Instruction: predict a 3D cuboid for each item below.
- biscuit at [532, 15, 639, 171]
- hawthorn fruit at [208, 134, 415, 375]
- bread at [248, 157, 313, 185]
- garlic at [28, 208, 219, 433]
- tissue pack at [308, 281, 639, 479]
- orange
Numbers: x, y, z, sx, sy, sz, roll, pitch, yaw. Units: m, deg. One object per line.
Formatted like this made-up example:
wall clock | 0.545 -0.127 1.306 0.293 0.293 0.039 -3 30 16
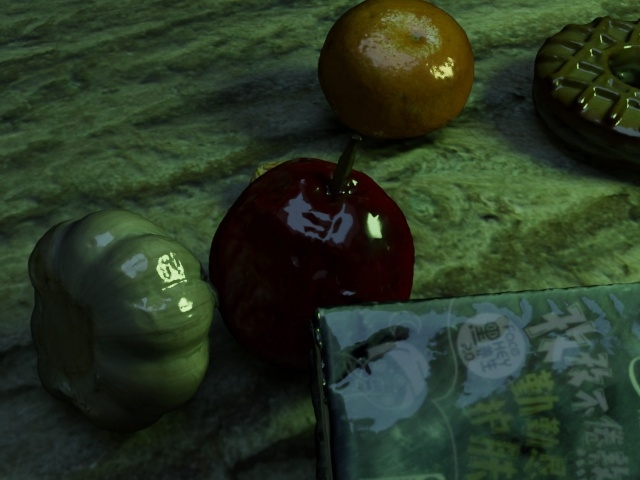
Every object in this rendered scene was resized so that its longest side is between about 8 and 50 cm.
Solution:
biscuit | 0.473 -0.219 1.259 0.332 0.103 0.332 0 44 0
hawthorn fruit | 0.000 0.000 0.922 0.230 0.265 0.210 32 30 27
bread | -0.041 -0.070 1.140 0.111 0.044 0.083 -11 49 -9
garlic | -0.199 0.077 0.880 0.228 0.227 0.152 27 22 24
tissue pack | 0.176 0.176 0.780 0.362 0.122 0.259 -5 76 -7
orange | 0.109 -0.242 1.230 0.224 0.170 0.224 3 65 -6
